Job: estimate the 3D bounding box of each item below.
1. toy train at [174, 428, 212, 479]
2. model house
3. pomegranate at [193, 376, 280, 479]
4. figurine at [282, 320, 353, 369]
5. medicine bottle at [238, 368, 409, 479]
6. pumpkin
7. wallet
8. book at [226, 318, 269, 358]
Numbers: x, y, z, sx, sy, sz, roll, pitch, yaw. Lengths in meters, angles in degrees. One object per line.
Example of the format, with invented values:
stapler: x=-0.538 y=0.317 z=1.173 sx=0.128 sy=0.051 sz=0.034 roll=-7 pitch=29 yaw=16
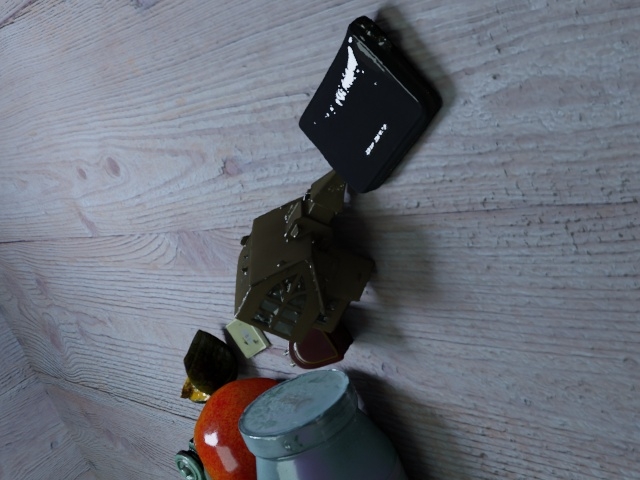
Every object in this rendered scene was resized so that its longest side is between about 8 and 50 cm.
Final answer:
toy train: x=-0.195 y=0.539 z=2.269 sx=0.221 sy=0.150 sz=0.304 roll=21 pitch=135 yaw=33
model house: x=0.000 y=0.000 z=1.438 sx=0.176 sy=0.181 sz=0.248 roll=21 pitch=120 yaw=-14
pomegranate: x=-0.131 y=0.371 z=1.920 sx=0.221 sy=0.221 sz=0.257 roll=55 pitch=159 yaw=3
figurine: x=-0.011 y=0.158 z=1.591 sx=0.082 sy=0.098 sz=0.154 roll=53 pitch=-171 yaw=0
medicine bottle: x=0.010 y=0.381 z=1.671 sx=0.245 sy=0.245 sz=0.290 roll=0 pitch=119 yaw=57
pumpkin: x=-0.217 y=0.260 z=2.036 sx=0.107 sy=0.119 sz=0.183 roll=16 pitch=152 yaw=-2
wallet: x=0.055 y=-0.158 z=1.264 sx=0.149 sy=0.044 sz=0.250 roll=50 pitch=151 yaw=6
book: x=-0.138 y=0.178 z=1.931 sx=0.077 sy=0.014 sz=0.111 roll=55 pitch=152 yaw=2
